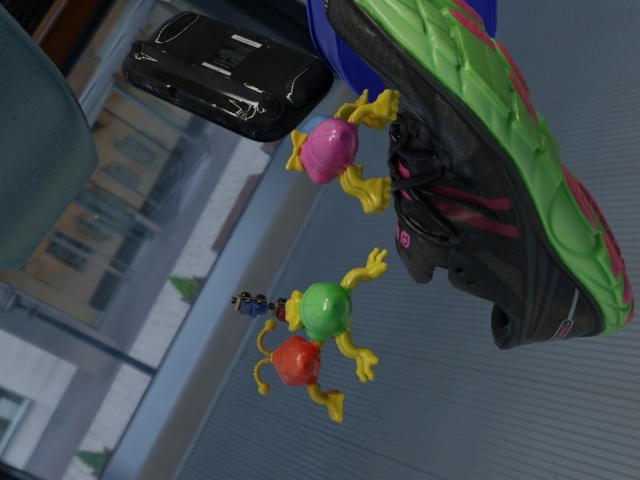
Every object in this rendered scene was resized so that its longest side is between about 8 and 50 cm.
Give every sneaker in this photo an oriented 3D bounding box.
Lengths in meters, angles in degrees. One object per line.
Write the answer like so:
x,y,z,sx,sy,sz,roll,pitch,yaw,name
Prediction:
0.139,-0.056,0.802,0.202,0.483,0.185,-28,23,22,sneaker

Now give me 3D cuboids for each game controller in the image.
-0.138,-0.244,1.161,0.319,0.067,0.166,27,54,28,game controller

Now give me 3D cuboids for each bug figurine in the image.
0.000,0.000,0.631,0.216,0.072,0.279,135,141,-76,bug figurine

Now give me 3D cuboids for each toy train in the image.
-0.046,0.098,1.109,0.036,0.158,0.027,-101,24,-55,toy train

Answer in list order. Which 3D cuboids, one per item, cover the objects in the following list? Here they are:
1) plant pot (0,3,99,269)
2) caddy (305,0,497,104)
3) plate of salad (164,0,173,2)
-0.381,-0.106,0.808,0.247,0.252,0.248,21,72,46,plant pot
0.101,-0.349,1.071,0.241,0.342,0.179,-13,35,-6,caddy
-0.274,-0.390,1.068,0.048,0.199,0.200,-54,26,-2,plate of salad
